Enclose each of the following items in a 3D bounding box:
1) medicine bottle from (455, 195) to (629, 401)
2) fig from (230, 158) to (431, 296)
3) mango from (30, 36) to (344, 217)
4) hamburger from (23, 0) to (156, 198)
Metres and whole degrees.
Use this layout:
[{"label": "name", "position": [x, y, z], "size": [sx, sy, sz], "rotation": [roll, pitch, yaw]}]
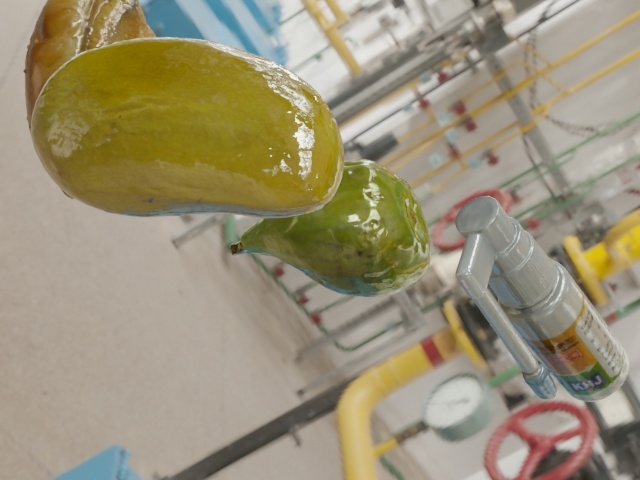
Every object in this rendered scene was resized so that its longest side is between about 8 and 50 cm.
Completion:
[{"label": "medicine bottle", "position": [0.168, 0.059, 0.852], "size": [0.220, 0.061, 0.092], "rotation": [48, 50, -35]}, {"label": "fig", "position": [0.013, -0.004, 1.720], "size": [0.233, 0.314, 0.233], "rotation": [164, -90, -87]}, {"label": "mango", "position": [-0.127, -0.110, 1.044], "size": [0.142, 0.332, 0.195], "rotation": [71, 30, -50]}, {"label": "hamburger", "position": [-0.308, -0.211, 1.525], "size": [0.290, 0.170, 0.314], "rotation": [89, 3, -63]}]
